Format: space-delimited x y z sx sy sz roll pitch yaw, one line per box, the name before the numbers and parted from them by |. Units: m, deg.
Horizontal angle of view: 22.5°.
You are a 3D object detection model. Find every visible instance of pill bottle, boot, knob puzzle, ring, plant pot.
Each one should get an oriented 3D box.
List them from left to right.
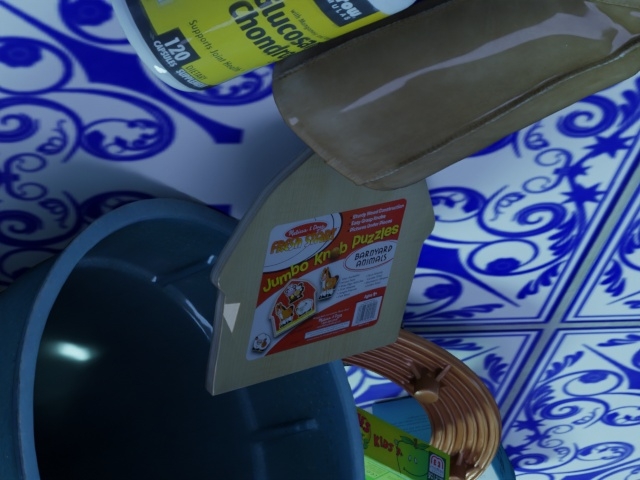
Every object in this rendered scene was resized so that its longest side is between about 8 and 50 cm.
plant pot | -0.201 0.176 1.167 0.334 0.341 0.341 -17 150 34
pill bottle | -0.009 -0.151 0.811 0.184 0.103 0.103 -19 148 23
ring | -0.014 0.165 1.380 0.337 0.032 0.336 5 143 3
knob puzzle | 0.000 0.000 1.087 0.213 0.030 0.213 -25 134 -29
boot | 0.146 -0.096 0.967 0.269 0.089 0.236 -25 133 29

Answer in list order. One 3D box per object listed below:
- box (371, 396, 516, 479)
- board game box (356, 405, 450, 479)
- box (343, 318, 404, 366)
box | 0.125 0.219 1.550 0.101 0.060 0.244 -11 151 11
board game box | 0.010 0.175 1.328 0.181 0.043 0.092 30 137 -27
box | 0.028 0.082 1.326 0.083 0.018 0.067 -6 151 0
